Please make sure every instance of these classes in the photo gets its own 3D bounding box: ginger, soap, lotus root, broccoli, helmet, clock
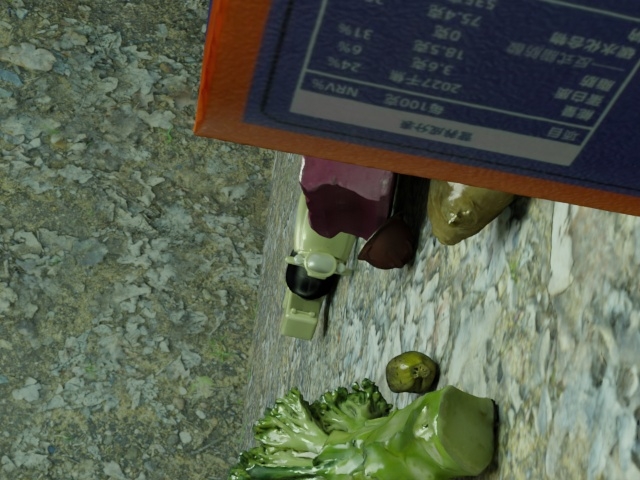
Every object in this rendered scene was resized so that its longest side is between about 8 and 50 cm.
[{"bbox_3d":[0.174,-0.063,0.995,0.131,0.086,0.294,-59,10,-10],"label":"ginger"},{"bbox_3d":[0.050,-0.136,1.469,0.359,0.128,0.233,75,-155,-80],"label":"soap"},{"bbox_3d":[0.106,0.160,1.255,0.099,0.054,0.049,125,147,-67],"label":"lotus root"},{"bbox_3d":[0.048,0.259,1.106,0.252,0.221,0.361,-49,7,-18],"label":"broccoli"},{"bbox_3d":[0.101,0.011,1.453,0.089,0.057,0.111,-47,-9,-10],"label":"helmet"},{"bbox_3d":[0.000,0.000,1.964,0.379,0.120,0.276,104,176,-55],"label":"clock"}]

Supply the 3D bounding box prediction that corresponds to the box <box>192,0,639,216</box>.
[{"bbox_3d":[0.140,-0.199,0.472,0.257,0.348,0.318,111,165,-52],"label":"box"}]
